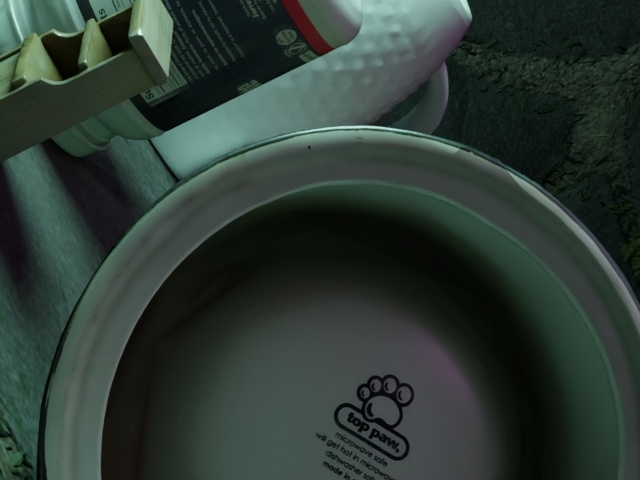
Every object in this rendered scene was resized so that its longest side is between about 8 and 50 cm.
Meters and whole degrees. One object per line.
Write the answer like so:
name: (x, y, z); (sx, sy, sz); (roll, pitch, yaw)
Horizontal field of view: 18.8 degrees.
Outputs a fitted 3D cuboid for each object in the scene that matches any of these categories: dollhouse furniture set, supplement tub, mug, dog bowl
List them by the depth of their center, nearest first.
dog bowl: (0.011, 0.137, 1.242); (0.408, 0.408, 0.150); (64, -16, -3)
dollhouse furniture set: (-0.233, -0.196, 1.362); (0.242, 0.161, 0.212); (60, 12, -26)
supplement tub: (-0.119, -0.201, 1.617); (0.191, 0.272, 0.191); (61, 12, -22)
mug: (-0.007, -0.201, 2.011); (0.374, 0.328, 0.276); (54, 15, -45)
